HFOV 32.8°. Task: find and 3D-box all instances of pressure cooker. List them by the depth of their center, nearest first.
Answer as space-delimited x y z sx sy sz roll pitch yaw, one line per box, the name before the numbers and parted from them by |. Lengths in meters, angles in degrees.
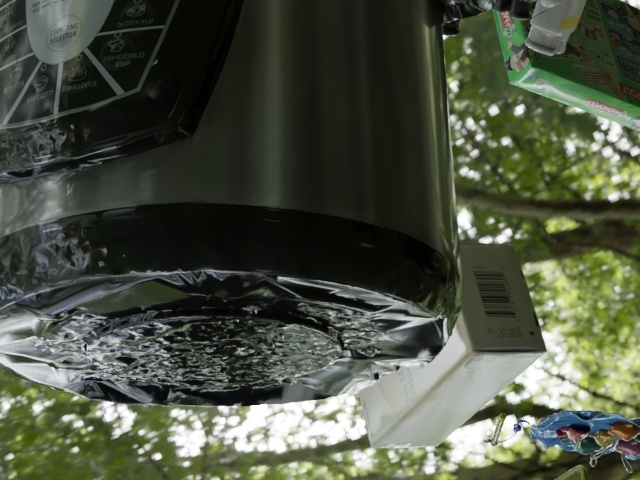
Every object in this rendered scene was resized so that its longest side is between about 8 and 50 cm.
pressure cooker | -0.085 -0.106 0.850 0.370 0.375 0.420 9 -114 -23

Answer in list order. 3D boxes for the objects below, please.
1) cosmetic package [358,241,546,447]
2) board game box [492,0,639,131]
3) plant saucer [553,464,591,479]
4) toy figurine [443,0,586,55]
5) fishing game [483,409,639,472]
cosmetic package | 0.159 0.147 1.446 0.113 0.309 0.160 3 -123 -24
board game box | 0.375 -0.278 1.543 0.317 0.046 0.213 14 -123 -34
plant saucer | 0.292 0.402 1.353 0.045 0.188 0.188 22 -132 -18
toy figurine | 0.188 -0.308 1.172 0.213 0.148 0.209 9 -153 -14
fishing game | 0.311 0.213 1.132 0.264 0.189 0.041 5 -111 2
